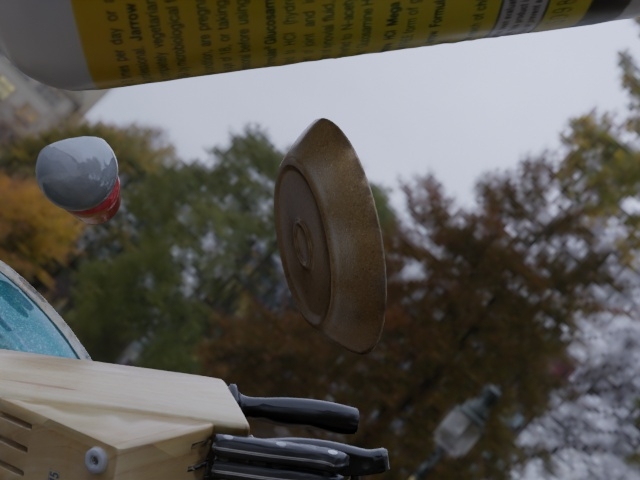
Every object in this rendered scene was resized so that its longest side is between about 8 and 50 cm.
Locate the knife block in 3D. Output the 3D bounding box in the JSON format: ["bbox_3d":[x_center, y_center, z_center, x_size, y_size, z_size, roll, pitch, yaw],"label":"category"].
[{"bbox_3d":[-0.103,0.129,0.830,0.275,0.088,0.242,16,9,30],"label":"knife block"}]

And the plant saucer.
[{"bbox_3d":[0.000,0.000,0.465,0.083,0.015,0.083,169,-90,-72],"label":"plant saucer"}]

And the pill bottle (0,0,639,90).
[{"bbox_3d":[-0.034,-0.158,0.513,0.188,0.333,0.188,171,-90,-86],"label":"pill bottle"}]

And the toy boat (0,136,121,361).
[{"bbox_3d":[-0.276,0.049,1.127,0.267,0.318,0.148,35,-10,5],"label":"toy boat"}]
